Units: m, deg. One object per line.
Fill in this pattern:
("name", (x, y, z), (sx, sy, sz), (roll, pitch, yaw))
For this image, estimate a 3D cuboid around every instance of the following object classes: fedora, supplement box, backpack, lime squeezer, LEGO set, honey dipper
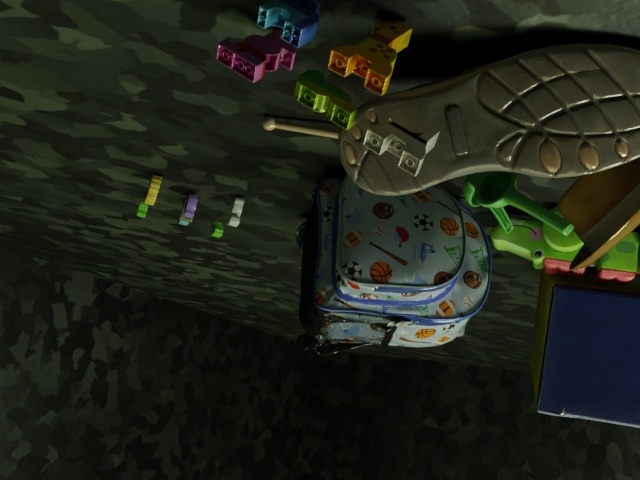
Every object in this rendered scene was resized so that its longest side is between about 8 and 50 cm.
("fedora", (0.329, -0.051, 0.937), (0.079, 0.194, 0.194), (44, 170, 9))
("supplement box", (0.453, 0.158, 1.342), (0.194, 0.196, 0.356), (8, -174, 12))
("backpack", (0.113, 0.028, 1.197), (0.263, 0.277, 0.213), (10, 154, -13))
("lime squeezer", (0.229, -0.046, 1.044), (0.058, 0.110, 0.310), (-31, -179, 0))
("LEGO set", (0.026, -0.164, 0.749), (0.227, 0.093, 0.087), (34, 137, 18))
("honey dipper", (0.004, -0.134, 1.030), (0.160, 0.031, 0.030), (10, 167, 12))

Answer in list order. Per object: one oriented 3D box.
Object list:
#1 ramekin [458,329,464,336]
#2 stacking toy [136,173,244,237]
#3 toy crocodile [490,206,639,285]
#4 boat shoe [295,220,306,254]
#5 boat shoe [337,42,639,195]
("ramekin", (0.165, 0.118, 1.688), (0.272, 0.127, 0.273), (6, 177, 0))
("stacking toy", (-0.243, -0.060, 1.512), (0.166, 0.052, 0.221), (16, 168, -15))
("toy crocodile", (0.418, 0.020, 1.199), (0.340, 0.105, 0.115), (8, 167, 14))
("boat shoe", (0.000, 0.000, 1.412), (0.079, 0.084, 0.233), (-13, -170, -21))
("boat shoe", (0.179, -0.123, 0.798), (0.324, 0.123, 0.116), (-4, -163, 20))
